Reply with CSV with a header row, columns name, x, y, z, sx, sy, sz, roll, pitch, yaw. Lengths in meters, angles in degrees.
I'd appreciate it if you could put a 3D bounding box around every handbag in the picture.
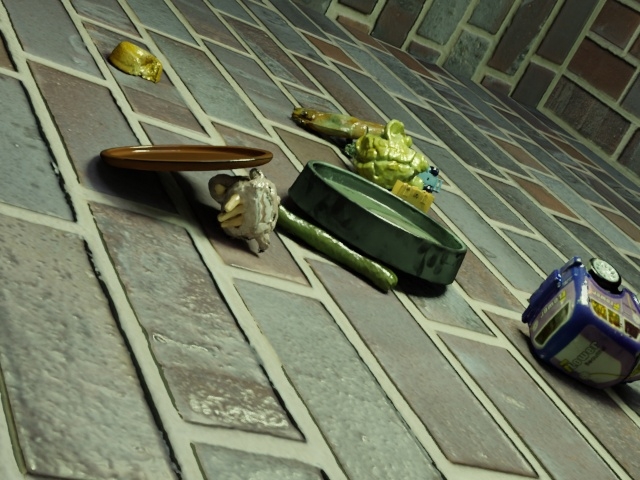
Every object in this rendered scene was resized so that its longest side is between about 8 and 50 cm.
name,x,y,z,sx,sy,sz,roll,pitch,yaw
handbag,0.173,-0.076,2.108,0.083,0.061,0.027,18,19,-27

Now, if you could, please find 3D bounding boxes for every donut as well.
name,x,y,z,sx,sy,sz,roll,pitch,yaw
donut,-0.351,-0.344,2.086,0.108,0.043,0.097,13,24,-50

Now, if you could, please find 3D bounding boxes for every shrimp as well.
name,x,y,z,sx,sy,sz,roll,pitch,yaw
shrimp,0.041,-0.248,2.350,0.217,0.051,0.115,9,7,-1

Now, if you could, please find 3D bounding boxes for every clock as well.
name,x,y,z,sx,sy,sz,roll,pitch,yaw
clock,0.098,-0.034,1.829,0.319,0.066,0.319,27,12,-6

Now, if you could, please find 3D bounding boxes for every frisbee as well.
name,x,y,z,sx,sy,sz,roll,pitch,yaw
frisbee,-0.193,-0.121,1.584,0.250,0.021,0.251,0,9,0

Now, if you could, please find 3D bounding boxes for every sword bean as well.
name,x,y,z,sx,sy,sz,roll,pitch,yaw
sword bean,0.001,0.000,1.688,0.269,0.038,0.043,31,13,2

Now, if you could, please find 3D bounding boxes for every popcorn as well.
name,x,y,z,sx,sy,sz,roll,pitch,yaw
popcorn,0.134,-0.158,2.194,0.135,0.162,0.141,-35,33,-33

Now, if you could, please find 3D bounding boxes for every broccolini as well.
name,x,y,z,sx,sy,sz,roll,pitch,yaw
broccolini,0.067,-0.210,2.353,0.030,0.035,0.140,30,16,-8

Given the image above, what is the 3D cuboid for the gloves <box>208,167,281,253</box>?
name,x,y,z,sx,sy,sz,roll,pitch,yaw
gloves,-0.105,-0.055,1.581,0.094,0.110,0.144,-17,28,0

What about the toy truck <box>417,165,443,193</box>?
name,x,y,z,sx,sy,sz,roll,pitch,yaw
toy truck,0.228,-0.131,2.349,0.136,0.063,0.074,20,0,-34

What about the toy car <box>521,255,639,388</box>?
name,x,y,z,sx,sy,sz,roll,pitch,yaw
toy car,0.455,0.155,1.773,0.235,0.172,0.158,28,34,-10

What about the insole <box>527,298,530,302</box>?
name,x,y,z,sx,sy,sz,roll,pitch,yaw
insole,0.440,0.135,2.031,0.135,0.002,0.045,23,19,-17
